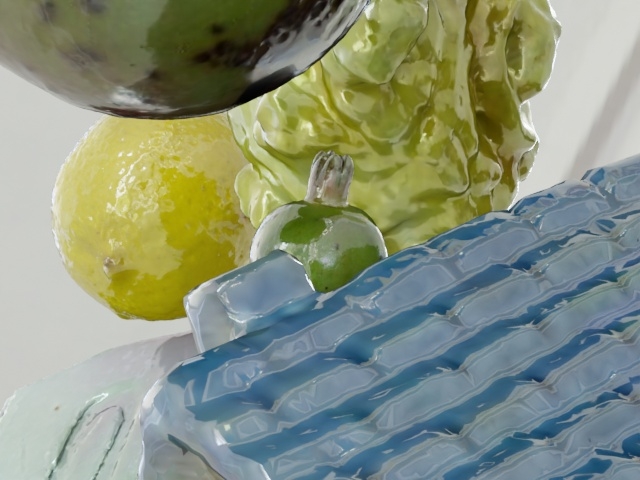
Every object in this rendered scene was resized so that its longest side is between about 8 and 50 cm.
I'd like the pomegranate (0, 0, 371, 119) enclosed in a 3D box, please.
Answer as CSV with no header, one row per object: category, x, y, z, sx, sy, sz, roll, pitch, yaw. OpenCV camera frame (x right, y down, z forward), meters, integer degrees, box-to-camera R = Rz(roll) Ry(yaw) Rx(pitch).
pomegranate,-0.076,-0.208,0.764,0.242,0.242,0.306,-27,-54,-47

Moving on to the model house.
model house,0.097,0.171,0.835,0.395,0.400,0.445,-28,-5,-34

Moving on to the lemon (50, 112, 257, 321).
lemon,-0.125,-0.030,1.406,0.203,0.178,0.178,-60,-28,-49

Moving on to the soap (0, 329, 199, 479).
soap,-0.060,0.192,1.348,0.156,0.446,0.261,59,-148,-32

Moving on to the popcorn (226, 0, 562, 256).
popcorn,0.043,-0.121,1.151,0.250,0.234,0.242,74,-171,-47

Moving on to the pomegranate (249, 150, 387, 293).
pomegranate,-0.004,0.001,0.902,0.073,0.073,0.085,-28,-82,-46
